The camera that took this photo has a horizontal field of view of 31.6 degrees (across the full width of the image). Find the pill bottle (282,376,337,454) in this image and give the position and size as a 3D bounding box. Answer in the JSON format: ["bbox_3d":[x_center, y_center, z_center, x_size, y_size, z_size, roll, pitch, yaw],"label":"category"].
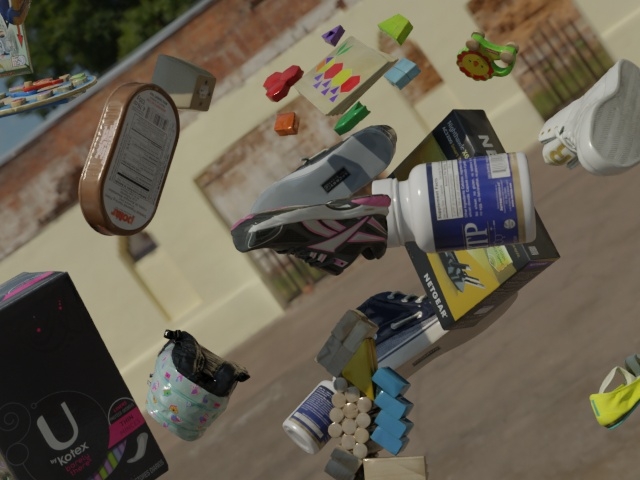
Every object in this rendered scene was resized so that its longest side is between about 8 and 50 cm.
[{"bbox_3d":[0.011,0.347,2.310,0.169,0.094,0.094,-46,6,-20],"label":"pill bottle"}]

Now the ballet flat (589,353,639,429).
[{"bbox_3d":[0.552,0.245,1.985,0.231,0.077,0.077,-30,-10,-34],"label":"ballet flat"}]

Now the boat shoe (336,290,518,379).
[{"bbox_3d":[0.190,0.136,2.116,0.341,0.158,0.127,-32,-27,-3],"label":"boat shoe"}]

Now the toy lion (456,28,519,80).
[{"bbox_3d":[0.280,-0.306,1.919,0.034,0.100,0.096,-58,-17,-33],"label":"toy lion"}]

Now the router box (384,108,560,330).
[{"bbox_3d":[0.249,-0.035,1.962,0.081,0.308,0.243,-4,-30,-38],"label":"router box"}]

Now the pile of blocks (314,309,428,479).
[{"bbox_3d":[0.081,0.273,1.517,0.149,0.362,0.113,-3,-4,19],"label":"pile of blocks"}]

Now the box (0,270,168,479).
[{"bbox_3d":[-0.324,0.189,1.308,0.165,0.270,0.143,-34,16,-30],"label":"box"}]

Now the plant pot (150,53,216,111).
[{"bbox_3d":[-0.280,-0.316,2.337,0.109,0.096,0.109,-1,-70,-63],"label":"plant pot"}]

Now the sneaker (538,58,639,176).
[{"bbox_3d":[0.399,-0.143,1.680,0.169,0.108,0.292,-43,7,38],"label":"sneaker"}]

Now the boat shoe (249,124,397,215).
[{"bbox_3d":[0.007,-0.109,2.019,0.306,0.113,0.105,-40,6,20],"label":"boat shoe"}]

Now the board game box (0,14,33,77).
[{"bbox_3d":[-0.730,-0.482,2.336,0.214,0.317,0.046,-12,-7,-6],"label":"board game box"}]

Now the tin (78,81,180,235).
[{"bbox_3d":[-0.222,-0.096,1.329,0.040,0.106,0.189,4,73,38],"label":"tin"}]

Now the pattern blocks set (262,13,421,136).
[{"bbox_3d":[0.037,-0.274,1.888,0.285,0.026,0.325,-37,31,7],"label":"pattern blocks set"}]

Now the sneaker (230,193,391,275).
[{"bbox_3d":[0.000,0.000,1.135,0.178,0.077,0.072,-9,4,-26],"label":"sneaker"}]

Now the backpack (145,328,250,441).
[{"bbox_3d":[-0.195,0.225,1.725,0.115,0.152,0.182,-63,6,8],"label":"backpack"}]

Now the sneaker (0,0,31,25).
[{"bbox_3d":[-0.635,-0.543,2.181,0.296,0.131,0.112,95,-177,-54],"label":"sneaker"}]

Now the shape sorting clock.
[{"bbox_3d":[-0.446,-0.224,1.738,0.206,0.040,0.206,-13,14,3],"label":"shape sorting clock"}]

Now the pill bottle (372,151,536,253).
[{"bbox_3d":[0.160,-0.042,1.363,0.187,0.112,0.112,-7,8,8],"label":"pill bottle"}]
